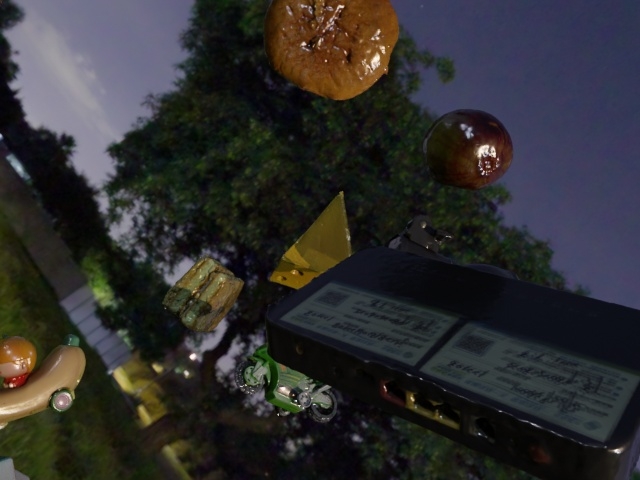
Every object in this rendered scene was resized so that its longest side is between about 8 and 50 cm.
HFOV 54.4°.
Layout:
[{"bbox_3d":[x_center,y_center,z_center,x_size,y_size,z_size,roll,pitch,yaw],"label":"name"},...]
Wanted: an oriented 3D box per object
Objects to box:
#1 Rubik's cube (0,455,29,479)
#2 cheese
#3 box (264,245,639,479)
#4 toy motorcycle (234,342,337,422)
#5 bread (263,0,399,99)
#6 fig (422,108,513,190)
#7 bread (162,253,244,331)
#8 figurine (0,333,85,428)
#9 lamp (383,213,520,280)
[{"bbox_3d":[-0.620,0.458,1.018,0.213,0.265,0.224,49,0,-30],"label":"Rubik's cube"},{"bbox_3d":[0.000,0.000,1.088,0.126,0.171,0.093,20,-30,-9],"label":"cheese"},{"bbox_3d":[0.133,0.097,0.600,0.350,0.211,0.058,16,-58,36],"label":"box"},{"bbox_3d":[-0.050,0.220,0.997,0.190,0.106,0.074,28,-40,-24],"label":"toy motorcycle"},{"bbox_3d":[0.022,-0.479,1.455,0.312,0.312,0.172,54,2,-5],"label":"bread"},{"bbox_3d":[0.172,-0.120,0.789,0.109,0.103,0.155,27,10,-31],"label":"fig"},{"bbox_3d":[-0.232,0.107,1.255,0.102,0.138,0.196,33,-7,4],"label":"bread"},{"bbox_3d":[-0.755,0.345,1.575,0.124,0.324,0.222,-2,-82,46],"label":"figurine"},{"bbox_3d":[0.170,0.059,0.953,0.227,0.172,0.147,27,-19,-10],"label":"lamp"}]
